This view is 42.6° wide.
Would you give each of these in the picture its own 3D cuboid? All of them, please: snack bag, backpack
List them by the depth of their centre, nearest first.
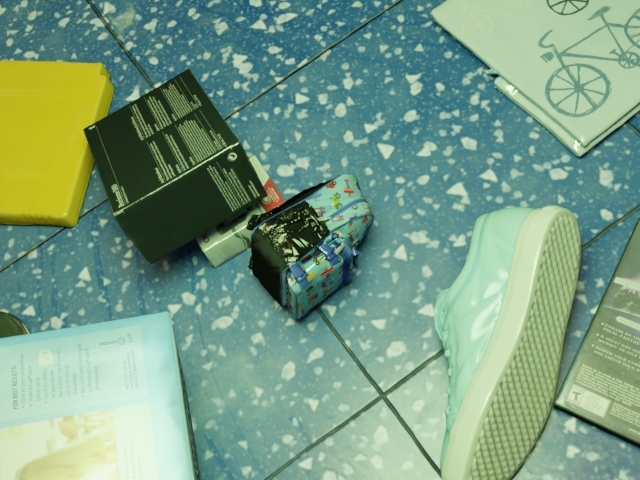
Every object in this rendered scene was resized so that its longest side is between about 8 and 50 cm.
[{"bbox_3d":[0.000,0.000,1.076,0.173,0.158,0.117,-35,71,-18],"label":"backpack"},{"bbox_3d":[0.375,-0.323,1.210,0.323,0.037,0.342,-39,64,-8],"label":"snack bag"}]

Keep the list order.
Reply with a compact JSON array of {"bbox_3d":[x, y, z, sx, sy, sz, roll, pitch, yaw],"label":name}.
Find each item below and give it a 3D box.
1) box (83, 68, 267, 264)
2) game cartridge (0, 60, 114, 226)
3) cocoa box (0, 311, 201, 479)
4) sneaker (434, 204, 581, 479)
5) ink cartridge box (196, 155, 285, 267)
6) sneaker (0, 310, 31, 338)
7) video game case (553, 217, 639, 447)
[{"bbox_3d":[-0.210,-0.111,1.145,0.184,0.103,0.261,-29,39,-5],"label":"box"},{"bbox_3d":[-0.508,-0.160,1.312,0.324,0.052,0.285,4,66,11],"label":"game cartridge"},{"bbox_3d":[-0.249,0.290,0.917,0.232,0.228,0.347,-8,63,-10],"label":"cocoa box"},{"bbox_3d":[0.202,0.130,1.004,0.150,0.135,0.365,6,69,48],"label":"sneaker"},{"bbox_3d":[-0.122,-0.041,1.168,0.135,0.056,0.099,-32,63,-4],"label":"ink cartridge box"},{"bbox_3d":[-0.446,0.203,1.061,0.107,0.162,0.281,-13,64,5],"label":"sneaker"},{"bbox_3d":[0.430,0.123,0.996,0.196,0.026,0.274,24,71,21],"label":"video game case"}]
